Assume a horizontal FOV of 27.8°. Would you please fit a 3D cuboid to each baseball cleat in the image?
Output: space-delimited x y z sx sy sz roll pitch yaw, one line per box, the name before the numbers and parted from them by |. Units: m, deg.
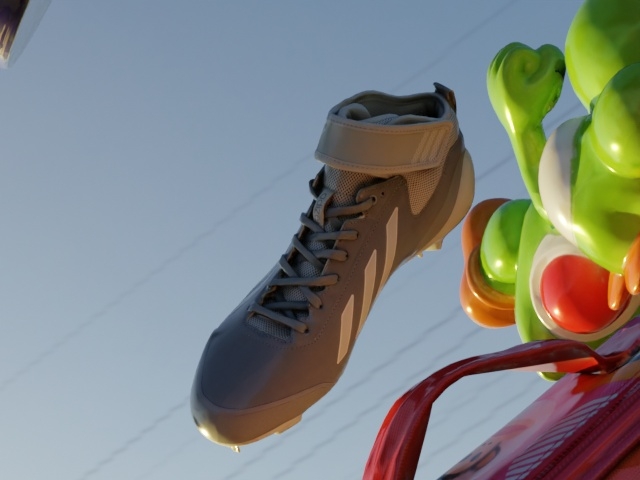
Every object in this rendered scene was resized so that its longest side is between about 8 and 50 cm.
baseball cleat | 0.000 0.000 0.619 0.206 0.072 0.109 -50 -37 -31

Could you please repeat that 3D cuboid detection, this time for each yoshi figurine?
yoshi figurine | 0.199 -0.049 0.851 0.204 0.203 0.362 -23 -18 -12

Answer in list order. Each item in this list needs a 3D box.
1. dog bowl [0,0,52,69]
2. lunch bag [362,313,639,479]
dog bowl | -0.247 -0.277 1.058 0.104 0.265 0.265 26 -52 -11
lunch bag | 0.119 0.147 0.460 0.293 0.258 0.120 -37 6 -24
